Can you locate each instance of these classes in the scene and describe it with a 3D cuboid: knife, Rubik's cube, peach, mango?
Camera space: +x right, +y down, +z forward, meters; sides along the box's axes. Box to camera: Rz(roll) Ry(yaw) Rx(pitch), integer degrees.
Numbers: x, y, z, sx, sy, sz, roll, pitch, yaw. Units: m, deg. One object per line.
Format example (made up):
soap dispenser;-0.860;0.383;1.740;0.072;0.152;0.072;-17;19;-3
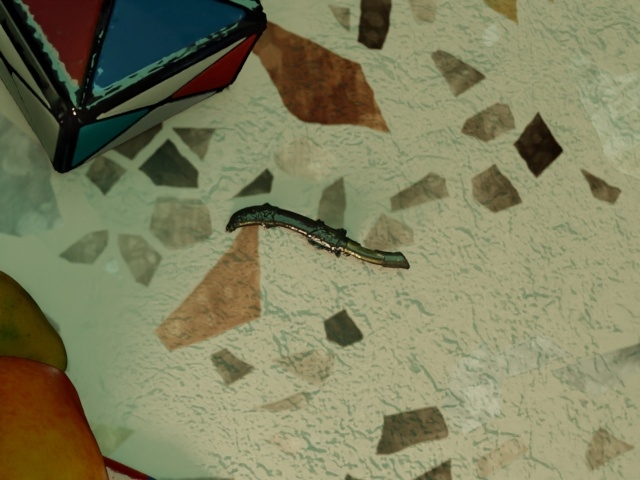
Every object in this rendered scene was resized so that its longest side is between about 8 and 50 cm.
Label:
knife;0.001;-0.006;1.580;0.222;0.021;0.045;13;76;-9
Rubik's cube;-0.234;-0.249;1.444;0.248;0.250;0.246;-30;88;-16
peach;-0.344;0.262;1.301;0.289;0.289;0.307;17;89;-12
mango;-0.347;0.099;1.430;0.111;0.089;0.163;-38;100;-20

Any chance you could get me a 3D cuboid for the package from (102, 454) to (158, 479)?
package;-0.222;0.280;1.465;0.200;0.022;0.083;25;74;-8
